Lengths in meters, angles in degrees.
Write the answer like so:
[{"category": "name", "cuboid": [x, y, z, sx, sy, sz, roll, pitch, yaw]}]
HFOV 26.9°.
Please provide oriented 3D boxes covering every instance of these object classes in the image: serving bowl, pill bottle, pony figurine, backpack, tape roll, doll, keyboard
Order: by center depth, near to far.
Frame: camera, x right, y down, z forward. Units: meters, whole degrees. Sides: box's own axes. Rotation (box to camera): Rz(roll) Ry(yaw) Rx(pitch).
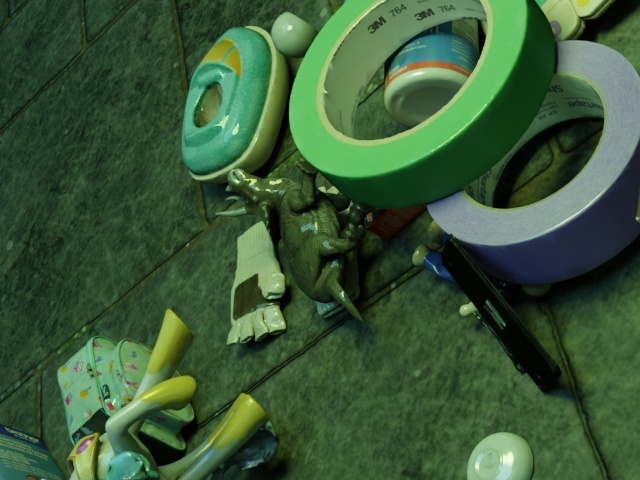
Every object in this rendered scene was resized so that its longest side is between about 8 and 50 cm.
[{"category": "serving bowl", "cuboid": [0.188, 0.244, 1.444, 0.083, 0.027, 0.083, -28, 47, 34]}, {"category": "keyboard", "cuboid": [0.201, 0.075, 1.460, 0.038, 0.100, 0.192, -32, 74, -15]}, {"category": "tape roll", "cuboid": [0.253, -0.089, 1.501, 0.275, 0.090, 0.275, -24, 46, 27]}, {"category": "doll", "cuboid": [0.194, 0.032, 1.561, 0.189, 0.046, 0.129, 18, 71, 46]}, {"category": "tape roll", "cuboid": [0.114, -0.192, 1.571, 0.321, 0.077, 0.321, -22, 48, 27]}, {"category": "pony figurine", "cuboid": [-0.223, 0.316, 1.659, 0.363, 0.351, 0.303, -43, 40, -9]}, {"category": "pill bottle", "cuboid": [0.144, -0.264, 1.749, 0.124, 0.124, 0.221, -26, 49, 36]}, {"category": "backpack", "cuboid": [-0.277, 0.220, 1.876, 0.144, 0.166, 0.188, -50, 42, 11]}]

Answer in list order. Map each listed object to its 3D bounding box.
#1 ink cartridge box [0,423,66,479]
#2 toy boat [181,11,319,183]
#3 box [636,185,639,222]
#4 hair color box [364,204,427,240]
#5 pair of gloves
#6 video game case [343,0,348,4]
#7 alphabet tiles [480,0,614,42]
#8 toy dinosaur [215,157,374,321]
[{"category": "ink cartridge box", "cuboid": [-0.502, 0.448, 2.004, 0.270, 0.151, 0.395, -57, 36, 4]}, {"category": "toy boat", "cuboid": [-0.097, -0.238, 1.985, 0.318, 0.148, 0.267, -22, 51, 39]}, {"category": "box", "cuboid": [0.429, -0.161, 1.301, 0.143, 0.191, 0.381, -9, 60, 46]}, {"category": "hair color box", "cuboid": [0.114, -0.072, 1.722, 0.141, 0.043, 0.072, -40, 41, 24]}, {"category": "pair of gloves", "cuboid": [-0.040, 0.029, 1.834, 0.240, 0.042, 0.204, -26, 48, 35]}, {"category": "video game case", "cuboid": [0.100, -0.366, 1.955, 0.166, 0.015, 0.119, 12, 76, 52]}, {"category": "alphabet tiles", "cuboid": [0.290, -0.363, 1.681, 0.278, 0.021, 0.284, -46, 40, 35]}, {"category": "toy dinosaur", "cuboid": [0.000, 0.000, 1.723, 0.313, 0.121, 0.160, 56, 134, 31]}]
